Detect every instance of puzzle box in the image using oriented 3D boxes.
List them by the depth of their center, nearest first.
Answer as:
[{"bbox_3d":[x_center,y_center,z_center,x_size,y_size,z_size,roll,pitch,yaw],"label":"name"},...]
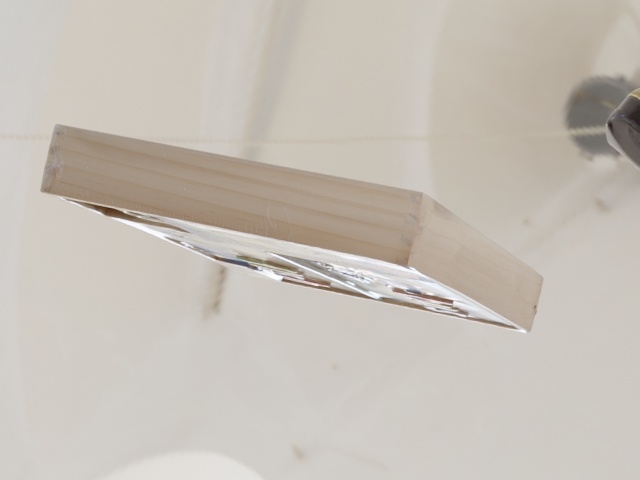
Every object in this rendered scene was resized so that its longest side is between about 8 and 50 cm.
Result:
[{"bbox_3d":[0.000,0.000,1.342,0.409,0.272,0.052,27,-105,-69],"label":"puzzle box"}]

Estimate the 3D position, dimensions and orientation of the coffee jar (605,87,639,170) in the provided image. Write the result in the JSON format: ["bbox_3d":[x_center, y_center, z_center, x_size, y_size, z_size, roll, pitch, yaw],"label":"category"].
[{"bbox_3d":[0.343,-0.127,1.560,0.184,0.096,0.079,-42,-23,-7],"label":"coffee jar"}]
